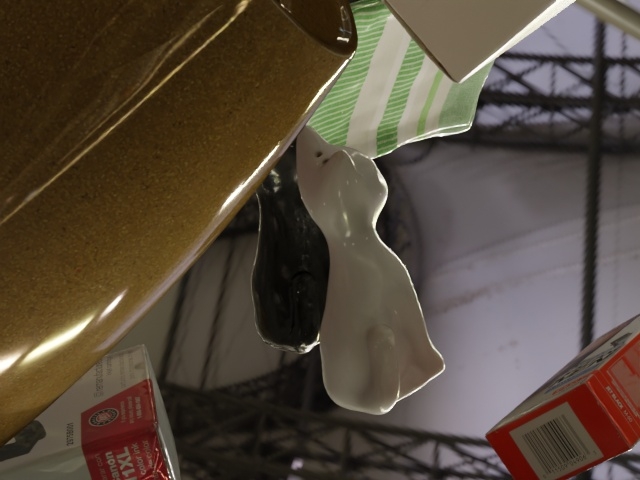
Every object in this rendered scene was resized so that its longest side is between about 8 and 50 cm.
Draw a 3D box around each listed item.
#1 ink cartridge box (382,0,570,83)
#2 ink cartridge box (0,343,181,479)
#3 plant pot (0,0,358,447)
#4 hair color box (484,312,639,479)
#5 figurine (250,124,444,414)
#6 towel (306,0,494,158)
[{"bbox_3d":[0.181,-0.245,0.825,0.283,0.117,0.207,-39,179,-44],"label":"ink cartridge box"},{"bbox_3d":[-0.172,0.136,0.703,0.127,0.175,0.072,-125,-160,-70],"label":"ink cartridge box"},{"bbox_3d":[-0.117,-0.060,0.542,0.254,0.237,0.237,-31,-144,21],"label":"plant pot"},{"bbox_3d":[0.193,0.098,0.819,0.167,0.053,0.093,-26,170,-48],"label":"hair color box"},{"bbox_3d":[0.000,0.000,0.933,0.215,0.092,0.209,32,-39,60],"label":"figurine"},{"bbox_3d":[0.079,-0.176,1.356,0.038,0.325,0.248,48,-39,28],"label":"towel"}]
